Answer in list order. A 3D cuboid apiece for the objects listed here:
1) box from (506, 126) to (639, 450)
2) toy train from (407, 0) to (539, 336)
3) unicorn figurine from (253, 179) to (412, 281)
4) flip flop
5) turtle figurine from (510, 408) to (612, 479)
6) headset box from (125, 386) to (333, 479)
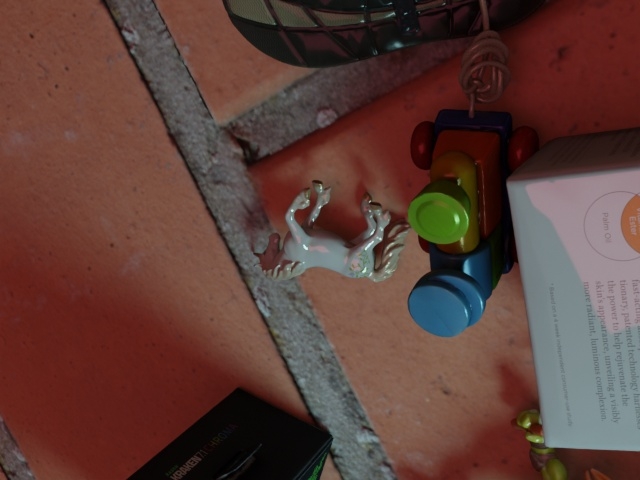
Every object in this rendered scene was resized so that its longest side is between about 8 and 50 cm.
[{"bbox_3d":[0.333,0.022,0.614,0.346,0.168,0.214,-4,104,28],"label":"box"},{"bbox_3d":[0.109,-0.055,0.687,0.105,0.143,0.247,6,124,24],"label":"toy train"},{"bbox_3d":[0.000,0.000,0.831,0.162,0.060,0.111,21,114,19],"label":"unicorn figurine"},{"bbox_3d":[0.052,-0.217,0.729,0.277,0.080,0.112,-6,117,11],"label":"flip flop"},{"bbox_3d":[0.193,0.257,0.793,0.217,0.087,0.269,-32,58,41],"label":"turtle figurine"},{"bbox_3d":[-0.118,0.323,0.888,0.131,0.246,0.283,24,114,18],"label":"headset box"}]
